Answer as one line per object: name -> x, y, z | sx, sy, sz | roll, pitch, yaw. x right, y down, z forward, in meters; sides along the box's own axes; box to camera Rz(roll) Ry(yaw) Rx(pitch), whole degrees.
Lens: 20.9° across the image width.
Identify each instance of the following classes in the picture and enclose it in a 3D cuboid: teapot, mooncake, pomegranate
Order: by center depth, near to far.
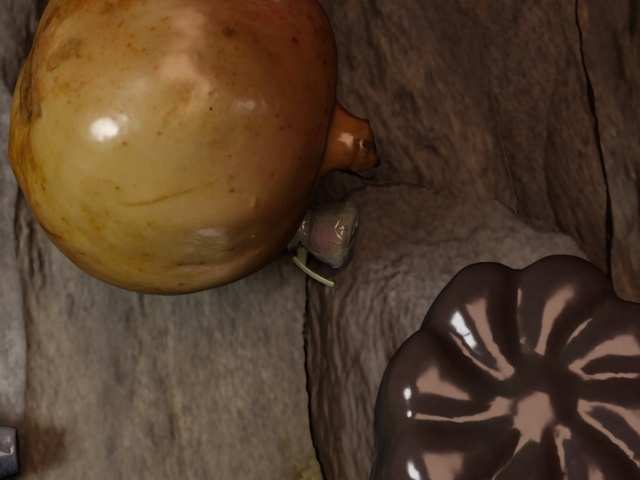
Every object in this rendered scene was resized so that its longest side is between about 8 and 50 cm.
pomegranate -> -0.107, -0.111, 1.538 | 0.338, 0.338, 0.338 | 1, 70, -3
mooncake -> 0.186, 0.164, 1.552 | 0.306, 0.154, 0.306 | 1, 67, -2
teapot -> 0.000, 0.000, 1.653 | 0.064, 0.064, 0.083 | 11, 101, 8

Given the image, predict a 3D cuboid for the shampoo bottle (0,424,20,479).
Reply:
shampoo bottle -> -0.388, 0.199, 1.555 | 0.233, 0.049, 0.087 | -4, 72, -5
